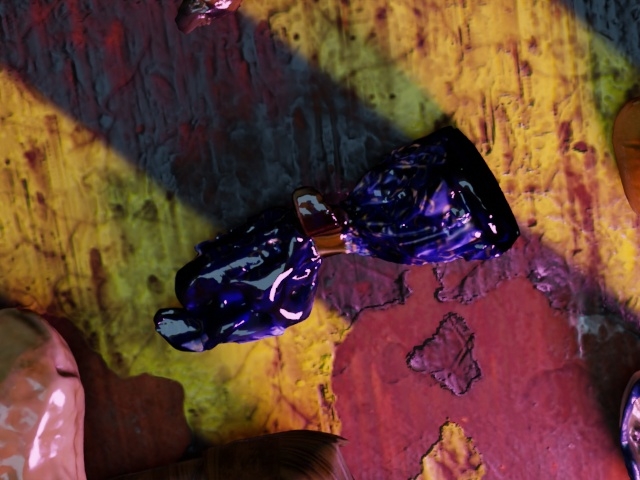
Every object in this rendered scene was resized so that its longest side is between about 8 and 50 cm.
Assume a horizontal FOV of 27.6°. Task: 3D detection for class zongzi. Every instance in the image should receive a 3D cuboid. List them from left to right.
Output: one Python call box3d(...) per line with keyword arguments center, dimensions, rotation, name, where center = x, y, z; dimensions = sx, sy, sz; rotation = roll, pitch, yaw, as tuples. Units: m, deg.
box3d(center=(-0.074, 0.312, 1.252), dimensions=(0.300, 0.138, 0.286), rotation=(-11, 120, 27), name="zongzi")

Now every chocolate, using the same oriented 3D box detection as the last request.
box3d(center=(-0.003, 0.004, 1.174), dimensions=(0.343, 0.126, 0.148), rotation=(-22, 140, 13), name="chocolate")

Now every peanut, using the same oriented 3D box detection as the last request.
box3d(center=(-0.288, 0.233, 1.191), dimensions=(0.158, 0.174, 0.340), rotation=(-9, 91, -20), name="peanut")

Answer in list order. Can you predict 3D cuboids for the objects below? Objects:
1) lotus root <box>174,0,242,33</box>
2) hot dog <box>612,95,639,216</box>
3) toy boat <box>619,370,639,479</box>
box3d(center=(-0.072, -0.279, 1.097), dimensions=(0.125, 0.118, 0.221), rotation=(20, 108, 29), name="lotus root")
box3d(center=(0.386, -0.094, 1.113), dimensions=(0.257, 0.153, 0.150), rotation=(-21, 102, 6), name="hot dog")
box3d(center=(0.354, 0.227, 1.211), dimensions=(0.114, 0.115, 0.262), rotation=(-30, 101, 7), name="toy boat")
